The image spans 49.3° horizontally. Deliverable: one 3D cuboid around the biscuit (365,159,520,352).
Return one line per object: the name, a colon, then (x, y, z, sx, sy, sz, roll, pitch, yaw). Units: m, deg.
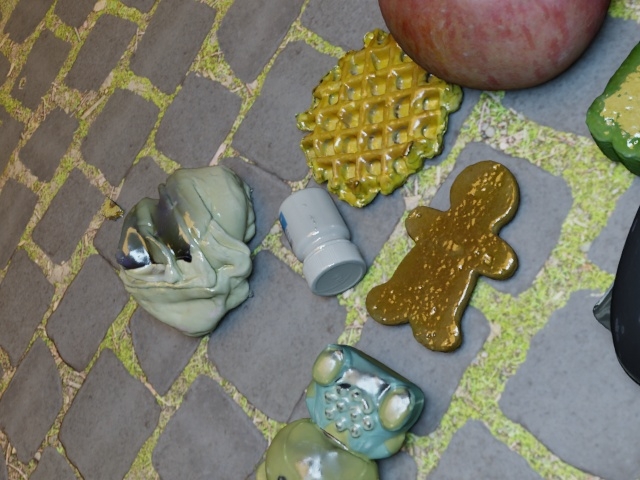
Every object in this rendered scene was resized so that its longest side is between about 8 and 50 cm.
biscuit: (0.204, 0.019, 1.060, 0.197, 0.049, 0.302, 29, 92, 35)

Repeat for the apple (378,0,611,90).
apple: (0.256, -0.373, 1.034, 0.344, 0.269, 0.345, -12, 50, 14)

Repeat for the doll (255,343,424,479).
doll: (0.026, 0.295, 1.018, 0.177, 0.161, 0.261, 29, 90, 18)

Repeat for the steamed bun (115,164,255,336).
steamed bun: (-0.257, 0.006, 1.307, 0.275, 0.206, 0.320, -19, 60, 32)

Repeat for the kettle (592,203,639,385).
kettle: (0.448, 0.072, 0.747, 0.268, 0.207, 0.290, 28, 131, 25)

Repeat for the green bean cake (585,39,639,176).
green bean cake: (0.490, -0.182, 0.877, 0.222, 0.125, 0.248, 37, 99, 37)

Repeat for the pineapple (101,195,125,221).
pineapple: (-0.486, -0.069, 1.619, 0.083, 0.019, 0.045, 30, 87, 40)

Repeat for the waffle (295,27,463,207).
waffle: (0.097, -0.223, 1.213, 0.325, 0.068, 0.302, -48, 52, 14)

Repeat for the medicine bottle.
medicine bottle: (0.000, 0.000, 1.181, 0.105, 0.105, 0.168, -39, 55, 19)
